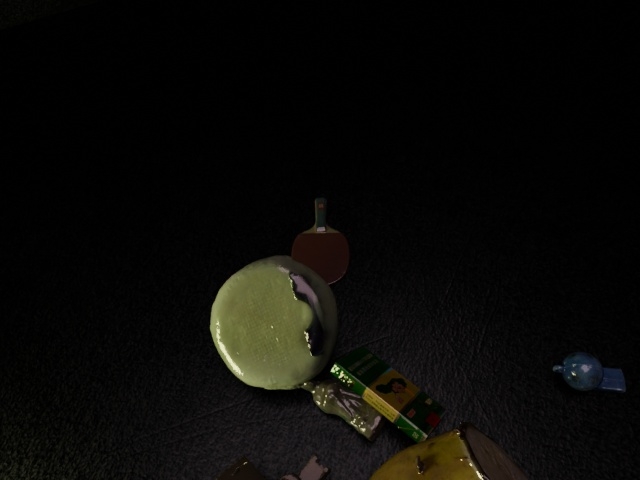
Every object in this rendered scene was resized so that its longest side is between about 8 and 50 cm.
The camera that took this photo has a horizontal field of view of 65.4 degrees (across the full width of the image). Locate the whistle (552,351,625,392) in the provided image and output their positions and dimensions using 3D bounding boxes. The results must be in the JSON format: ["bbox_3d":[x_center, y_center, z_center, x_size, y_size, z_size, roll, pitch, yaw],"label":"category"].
[{"bbox_3d":[0.584,0.285,1.076,0.158,0.090,0.090,4,58,7],"label":"whistle"}]

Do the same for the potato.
[{"bbox_3d":[0.257,0.537,0.891,0.296,0.290,0.397,-40,101,12],"label":"potato"}]

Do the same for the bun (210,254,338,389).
[{"bbox_3d":[-0.094,0.185,1.138,0.294,0.187,0.292,-2,82,12],"label":"bun"}]

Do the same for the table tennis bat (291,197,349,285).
[{"bbox_3d":[0.000,0.000,1.342,0.154,0.021,0.274,-2,59,3],"label":"table tennis bat"}]

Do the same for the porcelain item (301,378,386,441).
[{"bbox_3d":[0.041,0.347,1.094,0.216,0.069,0.081,25,67,24],"label":"porcelain item"}]

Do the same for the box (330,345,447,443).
[{"bbox_3d":[0.147,0.324,1.068,0.235,0.034,0.132,34,22,23],"label":"box"}]

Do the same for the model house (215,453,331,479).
[{"bbox_3d":[-0.093,0.488,0.919,0.204,0.211,0.243,37,70,22],"label":"model house"}]
